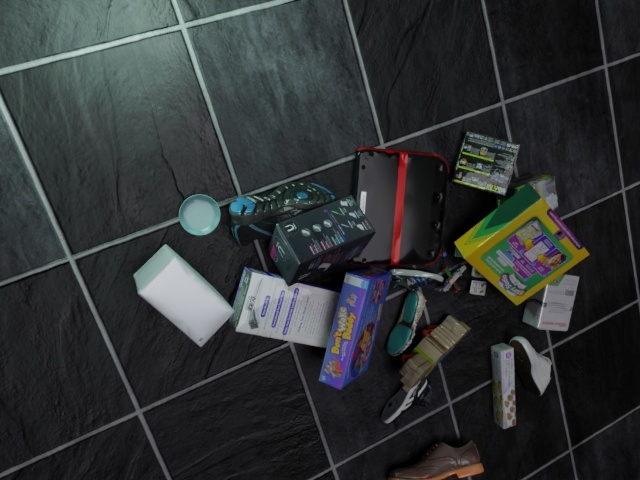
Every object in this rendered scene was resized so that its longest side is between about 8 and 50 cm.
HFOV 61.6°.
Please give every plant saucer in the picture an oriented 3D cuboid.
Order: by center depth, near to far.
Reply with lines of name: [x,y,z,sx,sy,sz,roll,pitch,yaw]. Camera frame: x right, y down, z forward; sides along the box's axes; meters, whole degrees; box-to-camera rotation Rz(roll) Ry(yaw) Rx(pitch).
plant saucer: [-0.353,-0.075,1.565,0.119,0.021,0.120,-4,100,-22]

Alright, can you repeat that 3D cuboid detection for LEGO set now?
LEGO set: [0.506,0.099,1.931,0.244,0.060,0.183,7,92,-31]

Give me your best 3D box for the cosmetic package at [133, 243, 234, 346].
cosmetic package: [-0.381,0.145,1.480,0.138,0.224,0.224,-46,112,-9]

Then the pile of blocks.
pile of blocks: [0.380,0.379,1.886,0.362,0.112,0.149,-31,151,-35]

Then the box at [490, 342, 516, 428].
box: [0.703,0.559,2.063,0.063,0.067,0.324,-10,103,-20]

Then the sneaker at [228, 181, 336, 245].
sneaker: [-0.114,-0.083,1.627,0.340,0.125,0.140,-13,131,-22]

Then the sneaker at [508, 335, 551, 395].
sneaker: [0.819,0.459,2.083,0.123,0.105,0.290,-40,118,-21]

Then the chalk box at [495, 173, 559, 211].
chalk box: [0.717,-0.145,1.919,0.212,0.132,0.133,-18,106,-17]

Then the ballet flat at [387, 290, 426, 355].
ballet flat: [0.308,0.291,1.858,0.077,0.091,0.241,19,95,-45]

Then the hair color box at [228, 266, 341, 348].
hair color box: [-0.094,0.212,1.669,0.338,0.110,0.185,16,92,-25]

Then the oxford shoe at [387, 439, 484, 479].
oxford shoe: [0.414,0.821,1.983,0.363,0.130,0.133,-4,68,-14]

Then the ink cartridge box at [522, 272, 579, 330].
ink cartridge box: [0.884,0.227,2.065,0.160,0.092,0.220,9,96,-22]

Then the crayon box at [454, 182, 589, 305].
crayon box: [0.697,0.026,1.857,0.313,0.106,0.363,-41,124,20]

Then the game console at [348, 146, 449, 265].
game console: [0.260,-0.105,1.792,0.341,0.060,0.387,1,97,-16]

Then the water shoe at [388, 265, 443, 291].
water shoe: [0.322,0.138,1.844,0.203,0.073,0.080,8,96,-13]

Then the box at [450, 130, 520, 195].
box: [0.567,-0.263,1.845,0.190,0.045,0.184,15,94,5]

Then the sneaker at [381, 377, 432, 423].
sneaker: [0.321,0.581,1.907,0.121,0.079,0.217,42,81,-20]

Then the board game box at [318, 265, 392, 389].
board game box: [0.116,0.264,1.688,0.233,0.078,0.347,-4,110,-65]

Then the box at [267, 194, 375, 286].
box: [0.000,0.000,1.598,0.270,0.165,0.143,-22,69,-26]
